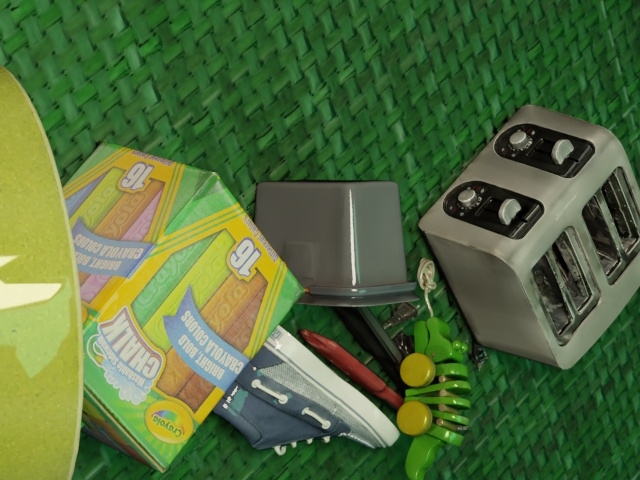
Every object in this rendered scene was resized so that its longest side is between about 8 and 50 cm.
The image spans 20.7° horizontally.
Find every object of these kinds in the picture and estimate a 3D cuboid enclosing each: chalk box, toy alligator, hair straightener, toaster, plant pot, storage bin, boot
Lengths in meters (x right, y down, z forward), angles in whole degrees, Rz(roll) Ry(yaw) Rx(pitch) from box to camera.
[{"bbox_3d":[-0.141,0.060,1.186,0.213,0.132,0.132,-53,132,-19],"label":"chalk box"},{"bbox_3d":[0.100,0.104,1.435,0.056,0.051,0.190,29,62,-56],"label":"toy alligator"},{"bbox_3d":[0.071,0.097,1.467,0.230,0.047,0.089,42,73,-43],"label":"hair straightener"},{"bbox_3d":[0.191,0.006,1.512,0.168,0.110,0.186,-46,130,-23],"label":"toaster"},{"bbox_3d":[-0.314,0.045,0.952,0.293,0.275,0.275,-5,107,-27],"label":"plant pot"},{"bbox_3d":[0.000,0.000,1.317,0.098,0.135,0.091,-4,94,-43],"label":"storage bin"},{"bbox_3d":[-0.016,0.136,1.391,0.086,0.069,0.190,-50,130,-3],"label":"boot"}]
